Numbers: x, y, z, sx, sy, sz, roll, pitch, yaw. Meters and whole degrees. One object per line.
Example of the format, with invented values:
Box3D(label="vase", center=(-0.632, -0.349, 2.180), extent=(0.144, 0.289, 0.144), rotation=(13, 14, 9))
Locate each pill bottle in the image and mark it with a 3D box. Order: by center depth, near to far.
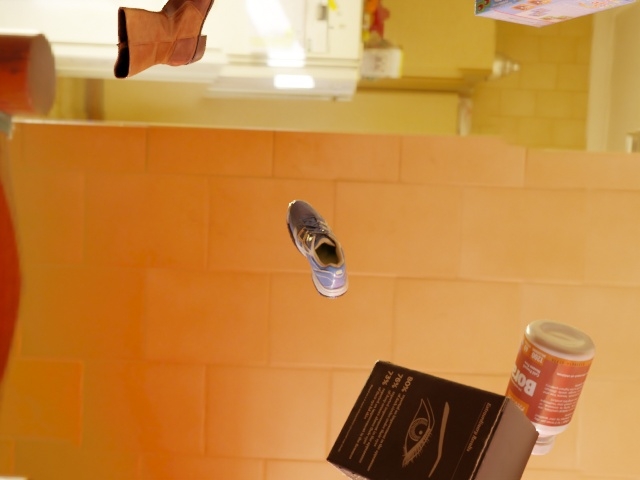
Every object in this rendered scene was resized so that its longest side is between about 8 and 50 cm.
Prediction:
Box3D(label="pill bottle", center=(0.389, 0.257, 1.372), extent=(0.121, 0.121, 0.216), rotation=(-86, -173, -69))

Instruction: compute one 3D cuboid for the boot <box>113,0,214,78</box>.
Box3D(label="boot", center=(-0.340, -0.485, 1.649), extent=(0.280, 0.096, 0.264), rotation=(-34, 143, -59))

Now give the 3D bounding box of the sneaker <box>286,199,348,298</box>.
Box3D(label="sneaker", center=(0.000, 0.000, 1.421), extent=(0.081, 0.080, 0.211), rotation=(98, -31, -52))

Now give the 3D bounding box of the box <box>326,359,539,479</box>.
Box3D(label="box", center=(0.137, 0.256, 0.976), extent=(0.108, 0.207, 0.153), rotation=(47, 65, -39))

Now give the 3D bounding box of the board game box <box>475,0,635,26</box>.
Box3D(label="board game box", center=(0.393, -0.409, 1.336), extent=(0.211, 0.160, 0.039), rotation=(6, -85, 59))
